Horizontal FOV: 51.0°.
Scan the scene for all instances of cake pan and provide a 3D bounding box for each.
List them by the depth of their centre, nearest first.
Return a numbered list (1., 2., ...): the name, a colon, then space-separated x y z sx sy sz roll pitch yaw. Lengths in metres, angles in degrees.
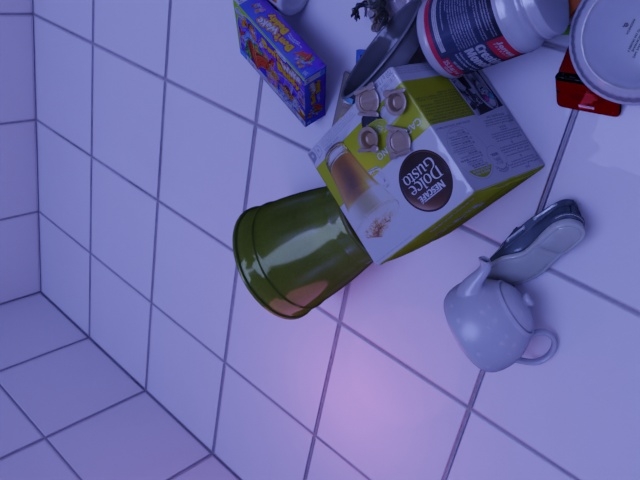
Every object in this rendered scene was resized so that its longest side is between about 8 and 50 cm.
1. cake pan: 0.159 -0.446 1.613 0.054 0.293 0.293 35 136 -16

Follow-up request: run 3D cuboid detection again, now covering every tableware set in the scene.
1. tableware set: 0.131 -0.256 1.445 0.141 0.020 0.169 6 106 40

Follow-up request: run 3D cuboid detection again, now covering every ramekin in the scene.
1. ramekin: 0.615 -0.395 1.290 0.272 0.127 0.273 7 106 24

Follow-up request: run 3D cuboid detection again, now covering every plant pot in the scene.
1. plant pot: 0.000 0.000 1.942 0.352 0.366 0.367 -26 85 33

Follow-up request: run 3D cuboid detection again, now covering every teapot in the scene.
1. teapot: 0.442 0.192 1.653 0.187 0.256 0.253 -33 64 25

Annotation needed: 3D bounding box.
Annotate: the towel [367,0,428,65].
1. towel: 0.235 -0.556 1.703 0.282 0.049 0.187 57 135 12

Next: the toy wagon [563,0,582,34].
1. toy wagon: 0.508 -0.575 1.423 0.344 0.068 0.268 15 114 40

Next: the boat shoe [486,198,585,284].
1. boat shoe: 0.509 0.011 1.626 0.319 0.116 0.099 -47 27 50

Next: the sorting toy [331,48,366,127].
1. sorting toy: 0.109 -0.358 1.891 0.196 0.047 0.348 33 125 31

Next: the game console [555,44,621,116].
1. game console: 0.595 -0.350 1.456 0.144 0.085 0.124 22 150 37

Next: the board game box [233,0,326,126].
1. board game box: -0.117 -0.529 1.949 0.347 0.078 0.233 51 165 19

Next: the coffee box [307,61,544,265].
1. coffee box: 0.250 -0.192 1.607 0.337 0.338 0.335 -41 75 43

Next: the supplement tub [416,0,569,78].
1. supplement tub: 0.359 -0.470 1.416 0.272 0.191 0.191 -11 97 45

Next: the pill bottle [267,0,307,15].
1. pill bottle: -0.141 -0.752 1.941 0.216 0.121 0.121 42 129 25

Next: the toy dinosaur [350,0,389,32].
1. toy dinosaur: 0.114 -0.642 1.726 0.118 0.064 0.268 -18 78 43
